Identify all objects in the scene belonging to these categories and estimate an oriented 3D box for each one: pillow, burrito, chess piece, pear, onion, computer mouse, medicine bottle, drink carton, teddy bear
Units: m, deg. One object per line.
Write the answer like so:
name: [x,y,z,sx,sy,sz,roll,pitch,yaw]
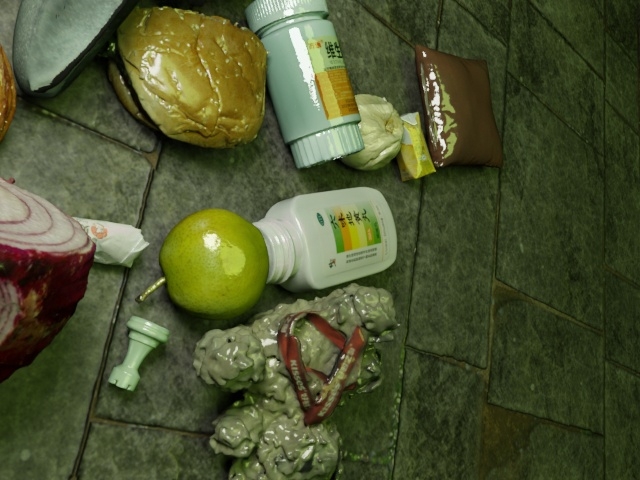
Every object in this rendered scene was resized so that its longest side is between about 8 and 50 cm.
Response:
pillow: [0.357,-0.333,1.566,0.306,0.108,0.307,-7,86,-45]
burrito: [-0.352,-0.002,0.886,0.203,0.064,0.064,12,74,-43]
chess piece: [-0.277,0.171,0.922,0.067,0.067,0.103,35,68,-33]
pear: [-0.190,0.044,0.975,0.216,0.166,0.180,-14,103,-13]
onion: [-0.434,0.053,0.657,0.337,0.282,0.260,22,96,-49]
computer mouse: [-0.302,-0.356,0.831,0.114,0.203,0.374,41,95,-21]
medicine bottle: [0.000,0.000,1.167,0.324,0.124,0.179,-11,89,-42]
drink carton: [0.198,-0.241,1.424,0.075,0.084,0.199,-20,97,-21]
teddy bear: [-0.027,0.280,1.036,0.358,0.225,0.367,-15,94,-29]
medicine bottle: [-0.024,-0.303,1.176,0.158,0.158,0.317,-21,97,-43]

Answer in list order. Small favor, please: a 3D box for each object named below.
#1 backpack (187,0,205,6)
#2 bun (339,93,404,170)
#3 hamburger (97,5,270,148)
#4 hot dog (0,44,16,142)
backpack: [-0.225,-0.598,1.018,0.354,0.201,0.377,1,79,-44]
bun: [0.108,-0.234,1.316,0.188,0.111,0.163,0,80,-39]
hamburger: [-0.208,-0.253,1.017,0.309,0.133,0.211,6,75,-44]
hot dog: [-0.501,-0.220,0.748,0.196,0.122,0.272,-42,109,-38]
